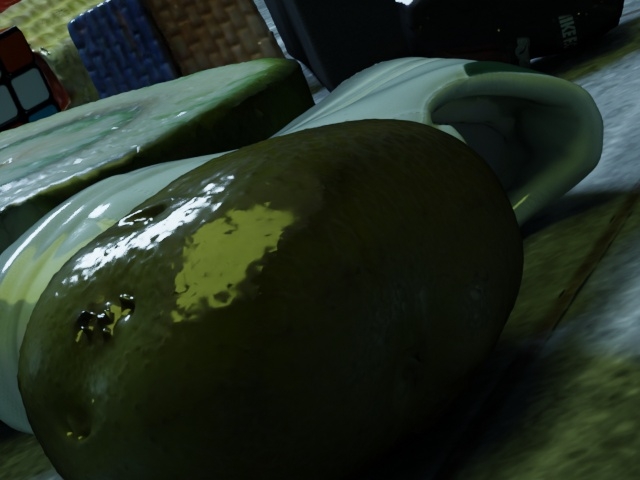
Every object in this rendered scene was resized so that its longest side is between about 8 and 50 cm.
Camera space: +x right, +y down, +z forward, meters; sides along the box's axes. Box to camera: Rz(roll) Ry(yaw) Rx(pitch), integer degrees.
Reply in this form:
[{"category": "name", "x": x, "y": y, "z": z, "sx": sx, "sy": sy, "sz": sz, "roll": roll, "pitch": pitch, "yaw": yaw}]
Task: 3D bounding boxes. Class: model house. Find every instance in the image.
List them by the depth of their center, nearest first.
[{"category": "model house", "x": -0.143, "y": -0.167, "z": 1.760, "sx": 0.172, "sy": 0.166, "sz": 0.183, "roll": -31, "pitch": 3, "yaw": -9}, {"category": "model house", "x": -0.269, "y": -0.196, "z": 2.058, "sx": 0.254, "sy": 0.160, "sz": 0.196, "roll": -6, "pitch": 22, "yaw": 48}]

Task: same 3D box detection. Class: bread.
[{"category": "bread", "x": -0.163, "y": 0.004, "z": 1.210, "sx": 0.366, "sy": 0.129, "sz": 0.382, "roll": -23, "pitch": 12, "yaw": -14}]

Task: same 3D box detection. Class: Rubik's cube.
[{"category": "Rubik's cube", "x": -0.338, "y": -0.090, "z": 1.798, "sx": 0.155, "sy": 0.154, "sz": 0.151, "roll": -34, "pitch": 16, "yaw": -35}]

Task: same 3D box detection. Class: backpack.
[{"category": "backpack", "x": 0.136, "y": -0.169, "z": 1.404, "sx": 0.165, "sy": 0.105, "sz": 0.120, "roll": -5, "pitch": -4, "yaw": 10}]

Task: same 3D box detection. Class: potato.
[{"category": "potato", "x": -0.010, "y": 0.027, "z": 0.843, "sx": 0.251, "sy": 0.159, "sz": 0.174, "roll": -24, "pitch": 35, "yaw": -35}]

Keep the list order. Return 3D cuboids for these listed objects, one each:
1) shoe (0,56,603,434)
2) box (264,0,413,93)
[{"category": "shoe", "x": 0.000, "y": 0.000, "z": 0.994, "sx": 0.363, "sy": 0.131, "sz": 0.160, "roll": -31, "pitch": 20, "yaw": -37}, {"category": "box", "x": 0.059, "y": -0.287, "z": 1.749, "sx": 0.251, "sy": 0.204, "sz": 0.345, "roll": -25, "pitch": 14, "yaw": -1}]
